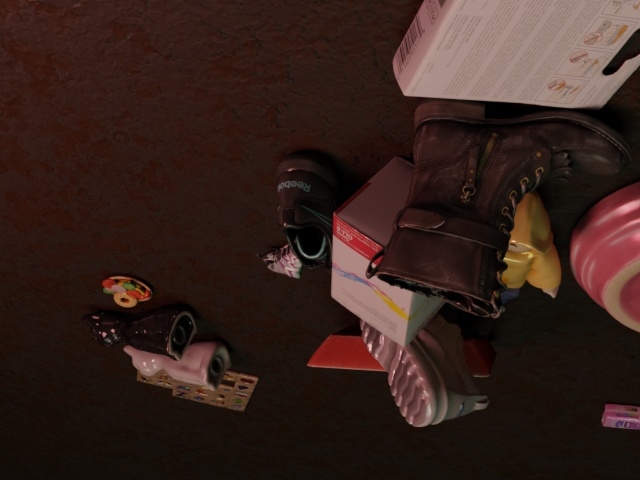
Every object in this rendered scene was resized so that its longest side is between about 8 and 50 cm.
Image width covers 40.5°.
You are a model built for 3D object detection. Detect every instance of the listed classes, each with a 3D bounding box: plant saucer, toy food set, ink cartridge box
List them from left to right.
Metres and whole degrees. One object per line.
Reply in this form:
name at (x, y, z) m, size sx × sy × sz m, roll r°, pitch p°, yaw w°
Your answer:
toy food set at (-0.324, 0.083, 1.452) m, size 0.083 × 0.020 × 0.082 m, roll -10°, pitch 143°, yaw 30°
ink cartridge box at (0.099, 0.017, 1.072) m, size 0.127 × 0.128 × 0.176 m, roll 34°, pitch 149°, yaw 23°
plant saucer at (0.134, 0.160, 1.324) m, size 0.258 × 0.048 × 0.259 m, roll 1°, pitch -179°, yaw 14°
ink cartridge box at (0.209, -0.206, 0.832) m, size 0.232 × 0.066 × 0.189 m, roll -3°, pitch 152°, yaw -20°
plant saucer at (0.484, 0.038, 1.090) m, size 0.331 × 0.084 × 0.332 m, roll 8°, pitch 149°, yaw 5°

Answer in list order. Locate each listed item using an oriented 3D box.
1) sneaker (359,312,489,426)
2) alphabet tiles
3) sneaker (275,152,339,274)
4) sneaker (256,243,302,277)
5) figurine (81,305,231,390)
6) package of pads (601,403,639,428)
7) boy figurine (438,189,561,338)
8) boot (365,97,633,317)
sneaker at (0.134, 0.135, 1.179) m, size 0.115 × 0.281 × 0.105 m, roll 4°, pitch 133°, yaw -22°
alphabet tiles at (-0.257, 0.290, 1.774) m, size 0.237 × 0.009 × 0.198 m, roll 15°, pitch 148°, yaw -7°
sneaker at (0.000, 0.000, 1.149) m, size 0.101 × 0.106 × 0.267 m, roll -6°, pitch 146°, yaw 22°
sneaker at (-0.059, 0.023, 1.263) m, size 0.069 × 0.038 × 0.098 m, roll 10°, pitch 148°, yaw 0°
figurine at (-0.297, 0.191, 1.570) m, size 0.209 × 0.092 × 0.215 m, roll 2°, pitch 149°, yaw 28°
package of pads at (0.553, 0.318, 1.564) m, size 0.083 × 0.032 × 0.050 m, roll 3°, pitch 150°, yaw 12°
boy figurine at (0.241, 0.033, 1.147) m, size 0.177 × 0.092 × 0.285 m, roll 18°, pitch 150°, yaw -3°
boot at (0.192, -0.026, 0.923) m, size 0.262 × 0.229 × 0.091 m, roll 9°, pitch 158°, yaw 6°
